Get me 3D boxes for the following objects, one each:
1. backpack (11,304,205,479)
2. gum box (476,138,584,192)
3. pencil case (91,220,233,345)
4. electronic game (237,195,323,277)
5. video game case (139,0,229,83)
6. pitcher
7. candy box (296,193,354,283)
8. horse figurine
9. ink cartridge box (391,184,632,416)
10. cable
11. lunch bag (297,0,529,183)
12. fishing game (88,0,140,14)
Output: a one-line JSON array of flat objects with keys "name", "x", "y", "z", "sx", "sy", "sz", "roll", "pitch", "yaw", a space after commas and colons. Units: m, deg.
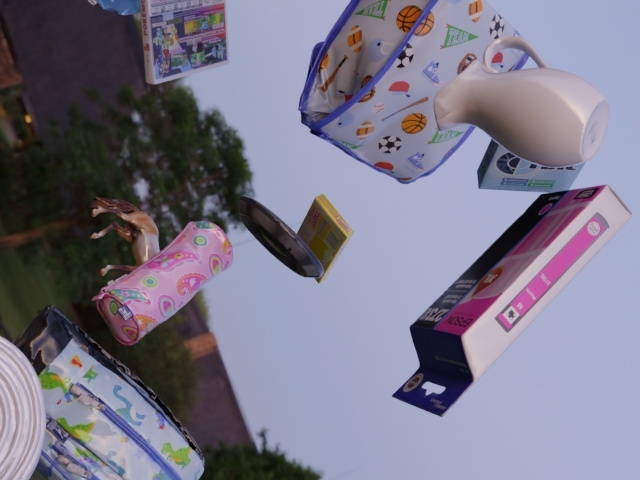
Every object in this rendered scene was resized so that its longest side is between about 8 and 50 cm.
[{"name": "backpack", "x": -0.352, "y": 0.302, "z": 1.417, "sx": 0.355, "sy": 0.273, "sz": 0.290, "roll": 33, "pitch": -28, "yaw": -17}, {"name": "gum box", "x": 0.353, "y": -0.142, "z": 1.476, "sx": 0.184, "sy": 0.157, "sz": 0.041, "roll": 101, "pitch": -9, "yaw": -61}, {"name": "pencil case", "x": -0.291, "y": 0.074, "z": 1.699, "sx": 0.124, "sy": 0.284, "sz": 0.124, "roll": 25, "pitch": -44, "yaw": 27}, {"name": "electronic game", "x": -0.082, "y": -0.006, "z": 1.827, "sx": 0.229, "sy": 0.048, "sz": 0.229, "roll": 41, "pitch": -12, "yaw": 10}, {"name": "video game case", "x": -0.215, "y": -0.358, "z": 1.445, "sx": 0.023, "sy": 0.201, "sz": 0.183, "roll": 11, "pitch": -66, "yaw": 28}, {"name": "pitcher", "x": 0.283, "y": -0.193, "z": 1.211, "sx": 0.207, "sy": 0.178, "sz": 0.125, "roll": 23, "pitch": -20, "yaw": 33}, {"name": "candy box", "x": 0.000, "y": 0.000, "z": 1.856, "sx": 0.105, "sy": 0.027, "sz": 0.206, "roll": 53, "pitch": -31, "yaw": 15}, {"name": "horse figurine", "x": -0.387, "y": 0.015, "z": 1.879, "sx": 0.066, "sy": 0.174, "sz": 0.263, "roll": -34, "pitch": -110, "yaw": 40}, {"name": "ink cartridge box", "x": 0.237, "y": 0.073, "z": 1.210, "sx": 0.069, "sy": 0.371, "sz": 0.176, "roll": 46, "pitch": -12, "yaw": -10}, {"name": "cable", "x": -0.462, "y": 0.221, "z": 1.093, "sx": 0.089, "sy": 0.257, "sz": 0.257, "roll": 139, "pitch": -40, "yaw": -58}, {"name": "lunch bag", "x": 0.167, "y": -0.324, "z": 1.780, "sx": 0.328, "sy": 0.385, "sz": 0.239, "roll": 24, "pitch": 14, "yaw": -44}, {"name": "fishing game", "x": -0.411, "y": -0.555, "z": 1.878, "sx": 0.264, "sy": 0.189, "sz": 0.041, "roll": 34, "pitch": 23, "yaw": -26}]
